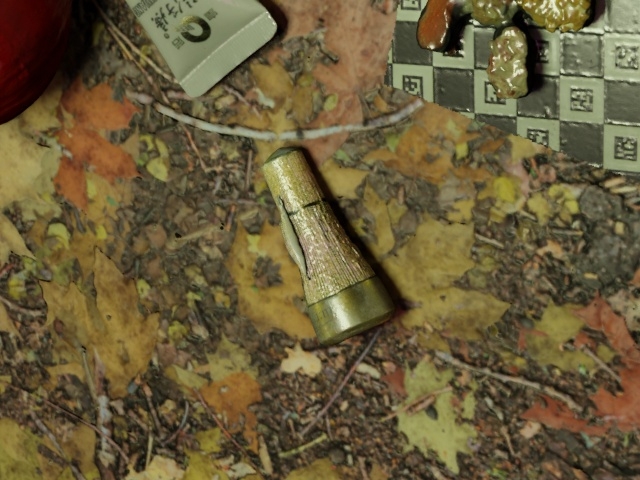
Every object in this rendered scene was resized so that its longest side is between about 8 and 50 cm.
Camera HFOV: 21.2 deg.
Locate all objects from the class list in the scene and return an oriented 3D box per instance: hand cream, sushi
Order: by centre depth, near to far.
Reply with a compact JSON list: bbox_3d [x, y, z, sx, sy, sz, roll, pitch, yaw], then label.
[{"bbox_3d":[0.184,-0.180,1.553,0.279,0.043,0.193,23,117,22],"label":"sushi"},{"bbox_3d":[0.000,0.000,1.707,0.084,0.084,0.203,-26,87,34],"label":"hand cream"},{"bbox_3d":[-0.178,-0.296,1.707,0.314,0.089,0.139,50,126,-2],"label":"hand cream"}]

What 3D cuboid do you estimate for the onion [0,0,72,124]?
[{"bbox_3d":[-0.408,-0.249,1.726,0.341,0.341,0.341,10,111,27],"label":"onion"}]
